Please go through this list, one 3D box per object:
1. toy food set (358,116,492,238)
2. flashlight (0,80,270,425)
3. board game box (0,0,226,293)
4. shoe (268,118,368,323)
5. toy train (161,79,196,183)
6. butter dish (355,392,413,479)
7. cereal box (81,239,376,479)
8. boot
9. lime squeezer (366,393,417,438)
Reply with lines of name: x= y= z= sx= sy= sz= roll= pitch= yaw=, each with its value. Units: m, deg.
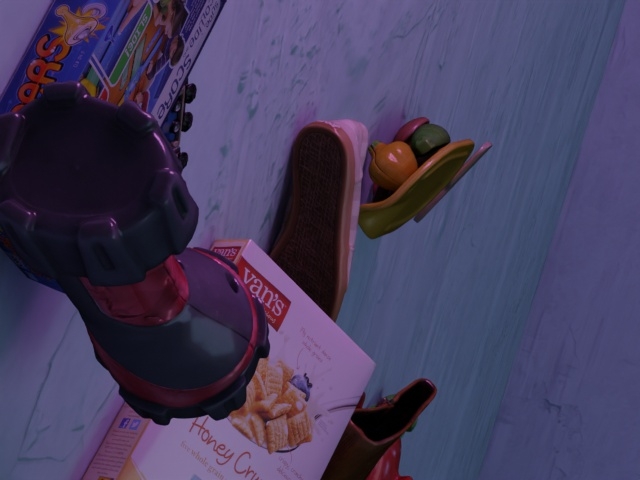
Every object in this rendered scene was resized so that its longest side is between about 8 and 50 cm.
toy food set: x=0.085 y=-0.073 z=1.653 sx=0.128 sy=0.071 sz=0.218 roll=-48 pitch=170 yaw=17
flashlight: x=-0.087 y=0.017 z=0.847 sx=0.103 sy=0.103 sz=0.304 roll=-30 pitch=163 yaw=-8
board game box: x=-0.118 y=-0.083 z=0.893 sx=0.136 sy=0.035 sz=0.201 roll=72 pitch=41 yaw=-68
shoe: x=0.000 y=0.000 z=1.384 sx=0.058 sy=0.077 sz=0.219 roll=-33 pitch=140 yaw=-60
toy train: x=-0.102 y=-0.042 z=1.039 sx=0.036 sy=0.027 sz=0.158 roll=-40 pitch=150 yaw=-43
butter dish: x=0.048 y=0.263 z=1.872 sx=0.160 sy=0.118 sz=0.160 roll=12 pitch=99 yaw=-76
cereal box: x=-0.066 y=0.142 z=1.223 sx=0.173 sy=0.047 sz=0.240 roll=46 pitch=60 yaw=-35
boot: x=0.005 y=0.220 z=1.544 sx=0.280 sy=0.096 sz=0.264 roll=-52 pitch=161 yaw=23
lime squeezer: x=0.070 y=0.245 z=2.109 sx=0.110 sy=0.059 sz=0.310 roll=-40 pitch=172 yaw=11
